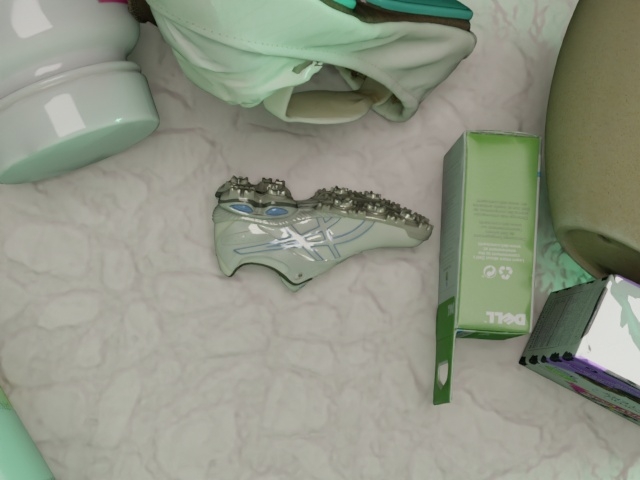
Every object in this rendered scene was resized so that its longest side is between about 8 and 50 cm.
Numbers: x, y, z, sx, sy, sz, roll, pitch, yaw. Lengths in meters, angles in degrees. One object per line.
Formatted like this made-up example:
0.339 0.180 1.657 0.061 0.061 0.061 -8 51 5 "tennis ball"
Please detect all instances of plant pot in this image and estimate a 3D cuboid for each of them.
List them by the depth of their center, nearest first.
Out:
0.278 -0.051 1.122 0.284 0.284 0.191 33 79 -1 "plant pot"

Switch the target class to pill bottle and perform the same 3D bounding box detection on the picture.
-0.234 -0.197 1.163 0.160 0.160 0.283 -21 86 -7 "pill bottle"

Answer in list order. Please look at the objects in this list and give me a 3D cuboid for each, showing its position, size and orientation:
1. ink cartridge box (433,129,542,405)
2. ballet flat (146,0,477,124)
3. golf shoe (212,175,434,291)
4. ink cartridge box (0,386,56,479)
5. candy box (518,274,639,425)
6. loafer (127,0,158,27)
0.129 0.026 1.193 0.062 0.109 0.209 4 83 -4 "ink cartridge box"
-0.021 -0.148 1.091 0.139 0.400 0.139 -3 85 35 "ballet flat"
0.000 0.000 1.219 0.176 0.069 0.086 7 103 -1 "golf shoe"
-0.294 0.159 1.058 0.160 0.279 0.384 -31 86 -7 "ink cartridge box"
0.254 0.097 1.151 0.165 0.196 0.070 26 82 -1 "candy box"
-0.123 -0.315 1.192 0.130 0.134 0.366 1 63 4 "loafer"
